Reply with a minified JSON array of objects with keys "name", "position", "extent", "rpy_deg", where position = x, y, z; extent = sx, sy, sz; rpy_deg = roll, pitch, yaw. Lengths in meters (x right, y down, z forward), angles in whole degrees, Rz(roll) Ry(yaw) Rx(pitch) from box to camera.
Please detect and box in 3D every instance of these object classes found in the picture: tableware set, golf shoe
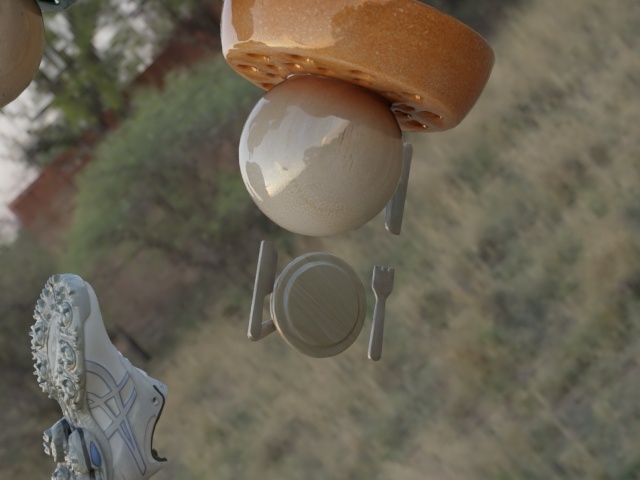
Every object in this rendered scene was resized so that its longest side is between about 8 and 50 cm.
[{"name":"tableware set","position":[0.000,0.000,1.334],"extent":[0.039,0.128,0.194],"rpy_deg":[-6,73,61]},{"name":"golf shoe","position":[-0.149,0.097,1.119],"extent":[0.086,0.176,0.069],"rpy_deg":[-17,29,-30]}]

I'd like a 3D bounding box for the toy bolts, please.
[{"name":"toy bolts","position":[-0.059,-0.108,0.561],"extent":[0.218,0.228,0.158],"rpy_deg":[41,-114,-68]}]
